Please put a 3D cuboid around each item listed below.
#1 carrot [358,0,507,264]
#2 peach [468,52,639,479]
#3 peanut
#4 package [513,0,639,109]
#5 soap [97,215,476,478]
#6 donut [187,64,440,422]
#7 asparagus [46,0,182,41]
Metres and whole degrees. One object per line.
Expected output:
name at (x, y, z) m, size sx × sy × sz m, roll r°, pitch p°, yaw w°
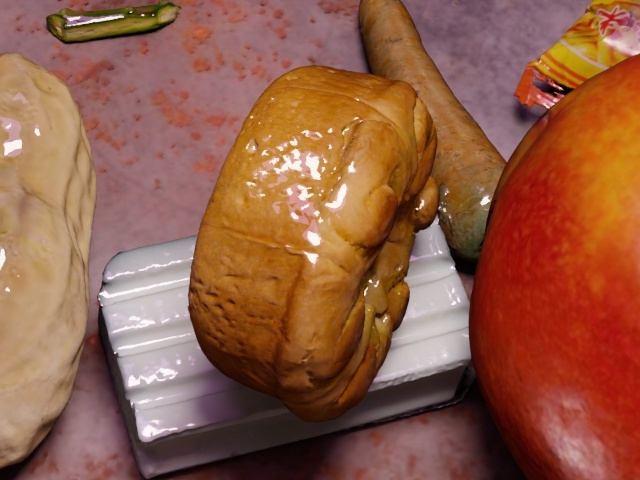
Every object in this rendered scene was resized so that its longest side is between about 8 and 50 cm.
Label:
carrot at (0.078, -0.106, 1.474) m, size 0.078 × 0.078 × 0.298 m, roll -14°, pitch 55°, yaw -13°
peach at (0.276, 0.053, 1.225) m, size 0.370 × 0.370 × 0.370 m, roll 2°, pitch 58°, yaw -4°
peanut at (-0.227, 0.005, 1.322) m, size 0.152 × 0.152 × 0.313 m, roll 5°, pitch 56°, yaw -2°
package at (0.310, -0.175, 1.508) m, size 0.223 × 0.108 × 0.288 m, roll 25°, pitch 62°, yaw 13°
soap at (-0.021, 0.061, 1.344) m, size 0.261 × 0.094 × 0.150 m, roll -12°, pitch 65°, yaw -14°
donut at (0.000, -0.002, 1.210) m, size 0.114 × 0.226 × 0.226 m, roll 18°, pitch 58°, yaw 12°
asparagus at (-0.162, -0.175, 1.513) m, size 0.108 × 0.025 × 0.021 m, roll -8°, pitch 50°, yaw -10°
